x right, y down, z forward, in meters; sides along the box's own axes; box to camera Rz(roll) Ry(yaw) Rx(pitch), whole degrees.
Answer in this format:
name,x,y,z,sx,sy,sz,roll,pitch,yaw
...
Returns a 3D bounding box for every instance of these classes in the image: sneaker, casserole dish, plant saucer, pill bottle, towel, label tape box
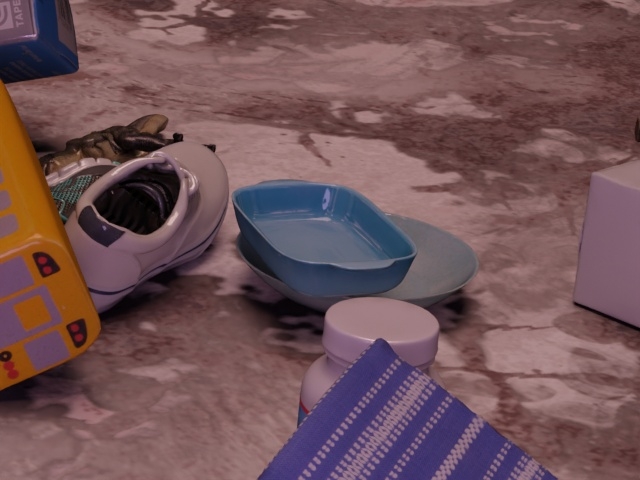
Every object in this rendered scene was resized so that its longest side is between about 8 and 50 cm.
name,x,y,z,sx,sy,sz,roll,pitch,yaw
sneaker,-0.126,-0.027,1.545,0.094,0.091,0.258,38,31,0
casserole dish,0.000,0.000,1.512,0.114,0.037,0.188,-4,22,-22
plant saucer,0.028,0.024,1.558,0.195,0.037,0.195,5,21,-2
pill bottle,0.028,0.119,1.145,0.087,0.160,0.087,4,21,-2
towel,0.113,0.202,0.932,0.336,0.040,0.243,38,29,3
sneaker,-0.211,-0.018,1.598,0.166,0.065,0.076,-14,44,-34
label tape box,-0.401,-0.182,1.691,0.347,0.115,0.249,-7,-1,0

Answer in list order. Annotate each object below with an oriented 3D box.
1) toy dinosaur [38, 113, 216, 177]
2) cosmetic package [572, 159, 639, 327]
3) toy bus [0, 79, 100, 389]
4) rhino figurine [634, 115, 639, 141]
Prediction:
name,x,y,z,sx,sy,sz,roll,pitch,yaw
toy dinosaur,-0.159,-0.079,1.751,0.118,0.064,0.268,7,17,22
cosmetic package,0.317,0.025,1.522,0.231,0.117,0.085,25,28,38
toy bus,-0.265,-0.026,1.432,0.130,0.108,0.333,-25,35,-4
rhino figurine,0.356,-0.051,1.785,0.106,0.073,0.243,2,23,-2
